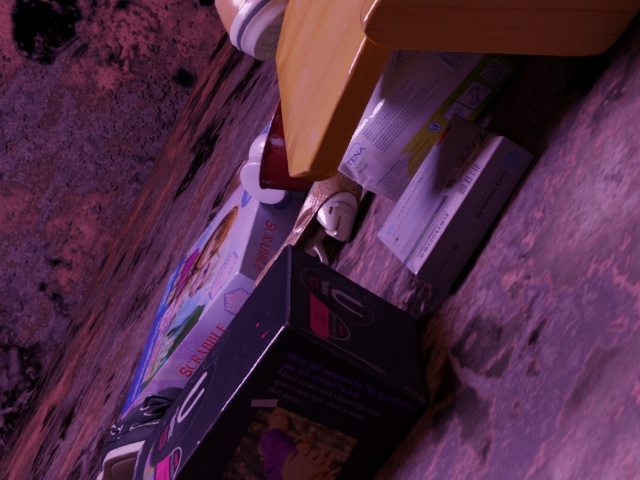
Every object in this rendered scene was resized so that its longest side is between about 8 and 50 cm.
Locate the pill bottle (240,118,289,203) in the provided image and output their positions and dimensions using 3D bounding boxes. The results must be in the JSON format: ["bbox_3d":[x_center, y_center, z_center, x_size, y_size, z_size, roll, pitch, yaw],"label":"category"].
[{"bbox_3d":[-0.039,-0.121,2.016,0.087,0.087,0.160,-43,8,49],"label":"pill bottle"}]

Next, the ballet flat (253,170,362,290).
[{"bbox_3d":[0.000,0.000,1.760,0.067,0.073,0.206,41,104,49],"label":"ballet flat"}]

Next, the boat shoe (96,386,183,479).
[{"bbox_3d":[-0.175,0.224,1.743,0.340,0.127,0.113,128,157,-66],"label":"boat shoe"}]

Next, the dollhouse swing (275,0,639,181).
[{"bbox_3d":[0.132,-0.233,1.440,0.347,0.315,0.305,-99,13,-52],"label":"dollhouse swing"}]

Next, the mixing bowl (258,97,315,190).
[{"bbox_3d":[0.004,-0.131,1.865,0.181,0.098,0.181,20,-90,-83],"label":"mixing bowl"}]

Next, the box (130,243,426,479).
[{"bbox_3d":[-0.044,0.167,1.346,0.270,0.143,0.165,-54,15,19],"label":"box"}]

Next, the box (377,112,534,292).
[{"bbox_3d":[0.120,-0.039,1.425,0.145,0.038,0.186,-58,14,4],"label":"box"}]

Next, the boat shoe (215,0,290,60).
[{"bbox_3d":[0.070,-0.382,1.750,0.500,0.156,0.187,-34,-16,-23],"label":"boat shoe"}]

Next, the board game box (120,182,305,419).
[{"bbox_3d":[-0.137,0.060,2.090,0.318,0.066,0.318,-50,16,33],"label":"board game box"}]

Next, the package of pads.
[{"bbox_3d":[0.117,-0.203,1.657,0.229,0.101,0.296,-50,16,34],"label":"package of pads"}]

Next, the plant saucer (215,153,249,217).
[{"bbox_3d":[-0.108,-0.093,2.402,0.168,0.029,0.168,-55,14,21],"label":"plant saucer"}]
